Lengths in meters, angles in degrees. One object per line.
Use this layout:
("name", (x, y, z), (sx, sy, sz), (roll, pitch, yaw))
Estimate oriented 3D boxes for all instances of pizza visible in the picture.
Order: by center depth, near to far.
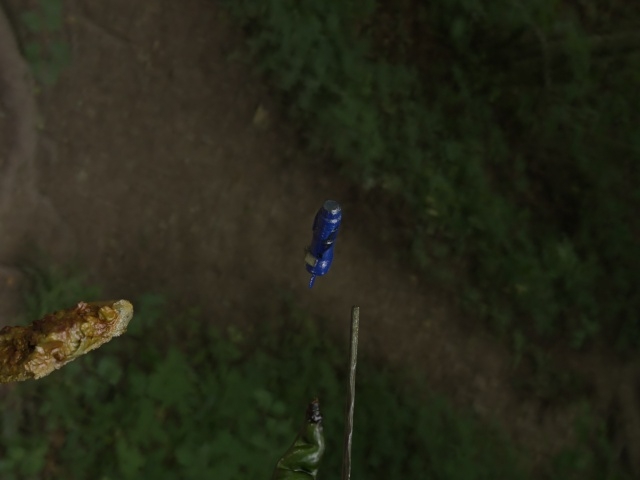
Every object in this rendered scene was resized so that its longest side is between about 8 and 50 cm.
("pizza", (-0.487, 0.179, 2.144), (0.226, 0.335, 0.086), (-133, -155, -78))

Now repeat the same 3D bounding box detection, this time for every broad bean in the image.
("broad bean", (-0.029, 0.227, 1.069), (0.195, 0.046, 0.061), (-72, 166, -46))

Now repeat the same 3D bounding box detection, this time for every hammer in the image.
("hammer", (0.035, 0.229, 1.581), (0.029, 0.058, 0.292), (177, -84, -80))

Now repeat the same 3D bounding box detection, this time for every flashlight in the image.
("flashlight", (0.000, 0.000, 1.400), (0.121, 0.035, 0.057), (102, 12, -48))
